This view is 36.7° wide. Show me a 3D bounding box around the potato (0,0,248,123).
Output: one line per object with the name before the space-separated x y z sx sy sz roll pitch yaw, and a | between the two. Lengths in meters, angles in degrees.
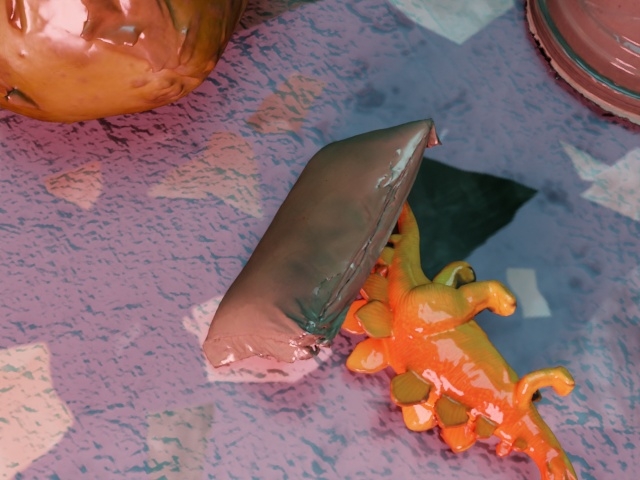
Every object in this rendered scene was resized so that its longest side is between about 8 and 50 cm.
potato | -0.154 -0.200 0.713 0.246 0.196 0.300 23 35 20

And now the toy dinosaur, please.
toy dinosaur | 0.075 0.065 0.667 0.117 0.070 0.288 -26 65 -17

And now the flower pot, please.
flower pot | 0.295 -0.220 0.787 0.235 0.140 0.235 3 63 -7

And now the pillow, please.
pillow | 0.000 0.000 0.671 0.053 0.119 0.208 48 58 -31
